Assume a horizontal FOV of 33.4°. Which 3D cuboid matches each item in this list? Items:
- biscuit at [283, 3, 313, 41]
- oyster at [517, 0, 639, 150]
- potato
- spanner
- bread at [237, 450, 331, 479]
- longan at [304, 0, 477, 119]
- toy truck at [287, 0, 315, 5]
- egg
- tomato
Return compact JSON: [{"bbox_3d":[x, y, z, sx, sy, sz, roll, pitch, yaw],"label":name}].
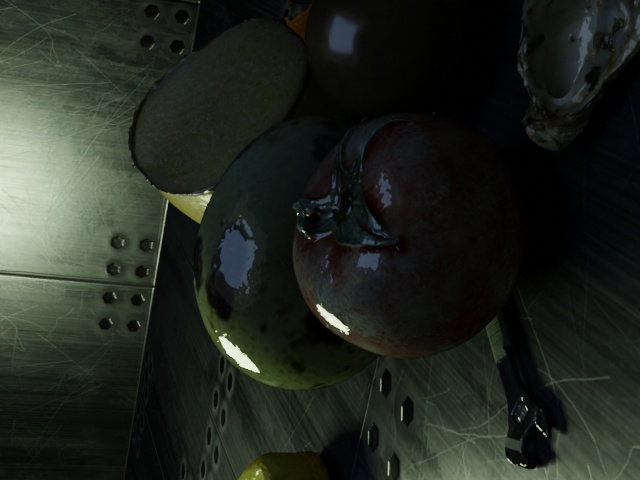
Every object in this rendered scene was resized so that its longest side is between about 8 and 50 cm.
[{"bbox_3d":[-0.003,-0.417,2.166,0.324,0.049,0.205,-34,51,58],"label":"biscuit"},{"bbox_3d":[0.315,-0.240,1.186,0.294,0.094,0.166,-46,59,46],"label":"oyster"},{"bbox_3d":[-0.111,-0.178,2.007,0.442,0.319,0.385,29,79,47],"label":"potato"},{"bbox_3d":[0.239,0.141,1.366,0.087,0.024,0.316,118,152,-45],"label":"spanner"},{"bbox_3d":[-0.062,0.513,1.933,0.270,0.148,0.270,-177,90,-68],"label":"bread"},{"bbox_3d":[0.103,-0.297,1.545,0.258,0.258,0.258,-174,90,-71],"label":"longan"},{"bbox_3d":[0.084,-0.501,1.724,0.387,0.207,0.173,173,94,-66],"label":"toy truck"},{"bbox_3d":[-0.022,0.018,1.658,0.345,0.345,0.428,-170,89,-71],"label":"egg"},{"bbox_3d":[0.109,-0.007,1.361,0.316,0.282,0.317,-35,44,43],"label":"tomato"}]
